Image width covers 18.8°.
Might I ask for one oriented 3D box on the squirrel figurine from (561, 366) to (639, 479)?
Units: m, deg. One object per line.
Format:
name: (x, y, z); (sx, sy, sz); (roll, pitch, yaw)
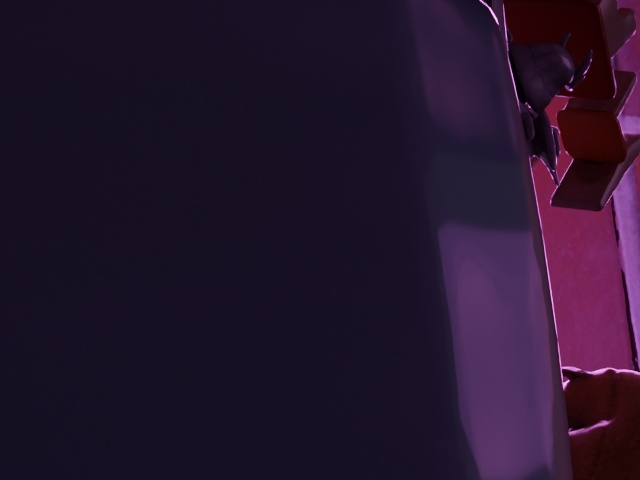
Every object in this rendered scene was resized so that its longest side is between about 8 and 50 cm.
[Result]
squirrel figurine: (0.143, 0.274, 1.468); (0.370, 0.281, 0.397); (-31, -148, 60)

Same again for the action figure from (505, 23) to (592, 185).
action figure: (0.060, -0.044, 1.263); (0.099, 0.285, 0.185); (42, 22, -32)

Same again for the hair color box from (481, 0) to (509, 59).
hair color box: (-0.023, -0.129, 0.721); (0.185, 0.110, 0.339); (-41, 131, -44)

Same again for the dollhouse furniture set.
dollhouse furniture set: (0.085, -0.144, 1.364); (0.135, 0.259, 0.262); (-52, 137, -37)

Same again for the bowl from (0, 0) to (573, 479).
bowl: (-0.024, 0.035, 0.511); (0.311, 0.163, 0.311); (-8, 90, -88)
